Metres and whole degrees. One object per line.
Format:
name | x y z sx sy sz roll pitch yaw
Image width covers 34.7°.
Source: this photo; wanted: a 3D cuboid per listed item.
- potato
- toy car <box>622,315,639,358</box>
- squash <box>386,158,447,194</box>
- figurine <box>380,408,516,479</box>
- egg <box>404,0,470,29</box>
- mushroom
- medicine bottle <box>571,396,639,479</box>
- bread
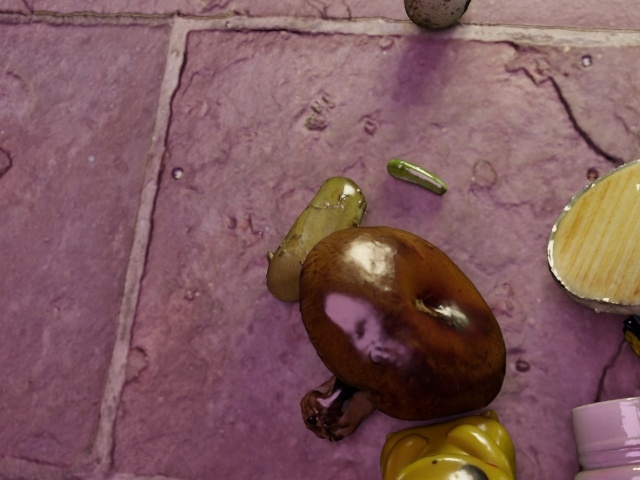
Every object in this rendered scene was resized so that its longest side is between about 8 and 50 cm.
potato | 0.000 0.000 1.350 0.105 0.085 0.188 15 72 46
toy car | 0.491 0.122 1.174 0.198 0.166 0.314 -33 71 -2
squash | 0.130 -0.087 1.375 0.089 0.027 0.027 23 81 15
figurine | 0.134 0.303 1.124 0.218 0.327 0.169 -18 92 10
egg | 0.165 -0.337 1.402 0.110 0.085 0.085 -33 71 -14
mushroom | 0.078 0.101 1.252 0.254 0.267 0.267 -12 71 36
medicine bottle | 0.365 0.308 1.153 0.152 0.152 0.254 -9 76 10
bread | 0.399 -0.008 1.220 0.267 0.040 0.267 -23 34 17
